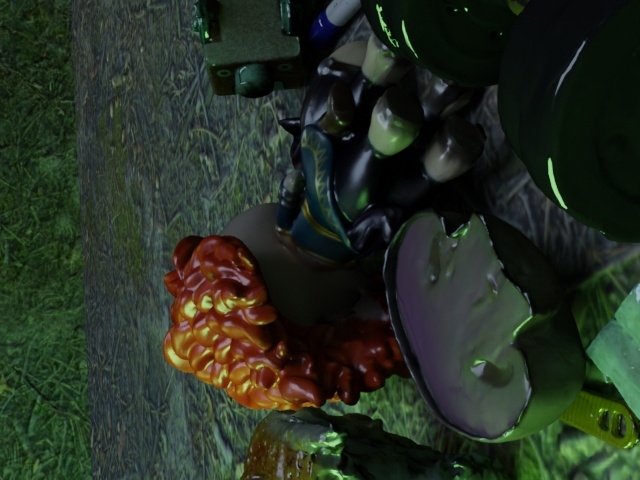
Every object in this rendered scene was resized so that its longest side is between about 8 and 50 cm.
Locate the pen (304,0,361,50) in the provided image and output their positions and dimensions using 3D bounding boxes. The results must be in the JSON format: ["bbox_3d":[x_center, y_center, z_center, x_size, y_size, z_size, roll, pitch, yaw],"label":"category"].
[{"bbox_3d":[0.050,-0.273,1.022,0.269,0.033,0.033,149,120,-60],"label":"pen"}]

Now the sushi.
[{"bbox_3d":[0.039,0.213,0.763,0.184,0.274,0.140,10,83,35],"label":"sushi"}]

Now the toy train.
[{"bbox_3d":[-0.091,-0.314,1.175,0.159,0.129,0.327,77,-174,-74],"label":"toy train"}]

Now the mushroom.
[{"bbox_3d":[0.128,0.059,0.720,0.141,0.117,0.188,-50,53,32],"label":"mushroom"}]

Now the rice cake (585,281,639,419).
[{"bbox_3d":[0.247,0.104,0.571,0.211,0.038,0.124,-113,35,-43],"label":"rice cake"}]

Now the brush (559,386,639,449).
[{"bbox_3d":[0.173,0.118,0.762,0.218,0.010,0.083,14,100,63],"label":"brush"}]

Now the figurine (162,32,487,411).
[{"bbox_3d":[0.002,-0.012,0.917,0.306,0.241,0.412,43,115,52],"label":"figurine"}]

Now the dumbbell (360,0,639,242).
[{"bbox_3d":[0.154,-0.145,0.616,0.388,0.185,0.185,-123,42,-51],"label":"dumbbell"}]
